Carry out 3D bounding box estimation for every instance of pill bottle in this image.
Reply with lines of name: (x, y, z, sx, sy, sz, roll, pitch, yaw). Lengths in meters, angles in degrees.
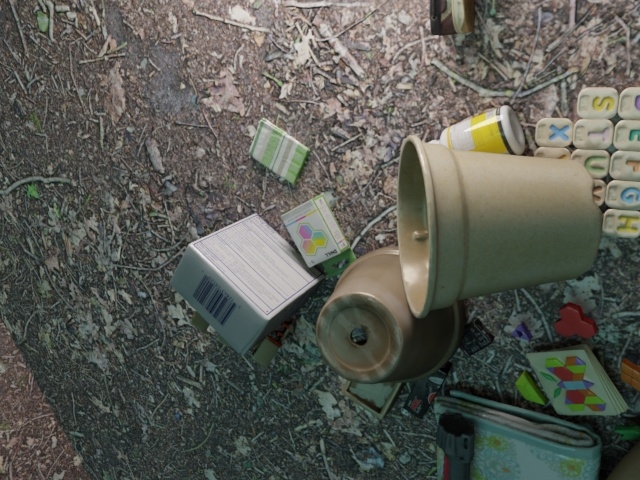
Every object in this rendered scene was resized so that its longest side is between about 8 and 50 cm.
pill bottle: (0.307, -0.193, 1.129, 0.184, 0.103, 0.103, -18, 99, 35)

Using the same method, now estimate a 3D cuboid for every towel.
towel: (-0.105, -0.226, 1.417, 0.152, 0.023, 0.113, 35, 125, 12)
towel: (0.451, 0.538, 1.326, 0.375, 0.090, 0.320, 11, 120, 33)

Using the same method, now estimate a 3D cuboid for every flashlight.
flashlight: (0.308, 0.551, 1.323, 0.103, 0.103, 0.304, 0, 111, 10)

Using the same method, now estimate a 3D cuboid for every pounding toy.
pounding toy: (0.140, 0.317, 1.446, 0.181, 0.094, 0.206, 30, 106, 21)

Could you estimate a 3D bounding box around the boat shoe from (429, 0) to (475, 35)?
boat shoe: (0.225, -0.530, 1.047, 0.092, 0.103, 0.285, -4, 113, 27)

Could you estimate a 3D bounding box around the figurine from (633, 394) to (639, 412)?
figurine: (0.735, 0.284, 1.080, 0.215, 0.092, 0.209, 12, 119, 28)

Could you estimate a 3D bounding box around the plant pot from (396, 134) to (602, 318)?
plant pot: (0.316, -0.032, 1.025, 0.306, 0.334, 0.333, -3, 110, 0)

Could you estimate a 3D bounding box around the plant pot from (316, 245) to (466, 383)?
plant pot: (0.133, 0.186, 1.232, 0.323, 0.280, 0.323, 3, 97, 25)

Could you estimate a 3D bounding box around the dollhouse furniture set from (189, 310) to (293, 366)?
dollhouse furniture set: (-0.223, 0.226, 1.551, 0.259, 0.262, 0.135, 33, 79, -5)

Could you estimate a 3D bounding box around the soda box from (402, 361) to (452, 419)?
soda box: (0.269, 0.368, 1.407, 0.060, 0.053, 0.168, 29, 122, 18)

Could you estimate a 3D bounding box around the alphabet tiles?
alphabet tiles: (0.548, -0.144, 1.056, 0.278, 0.021, 0.284, 9, 113, 28)

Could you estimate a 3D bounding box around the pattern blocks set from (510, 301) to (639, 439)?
pattern blocks set: (0.542, 0.300, 1.190, 0.325, 0.026, 0.285, 50, 141, 3)

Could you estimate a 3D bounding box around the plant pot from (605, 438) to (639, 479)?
plant pot: (0.656, 0.560, 1.107, 0.256, 0.256, 0.274, 39, 121, 12)

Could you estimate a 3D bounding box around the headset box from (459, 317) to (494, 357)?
headset box: (0.355, 0.231, 1.314, 0.062, 0.032, 0.083, 50, 126, 5)

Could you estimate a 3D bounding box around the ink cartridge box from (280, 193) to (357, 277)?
ink cartridge box: (0.000, 0.000, 1.415, 0.109, 0.062, 0.209, -25, 95, 35)

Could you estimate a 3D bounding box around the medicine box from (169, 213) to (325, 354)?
medicine box: (-0.179, 0.099, 1.422, 0.263, 0.289, 0.149, 42, 122, 10)

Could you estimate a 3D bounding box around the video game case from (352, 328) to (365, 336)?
video game case: (0.079, 0.215, 1.485, 0.122, 0.011, 0.087, -23, 96, 35)
